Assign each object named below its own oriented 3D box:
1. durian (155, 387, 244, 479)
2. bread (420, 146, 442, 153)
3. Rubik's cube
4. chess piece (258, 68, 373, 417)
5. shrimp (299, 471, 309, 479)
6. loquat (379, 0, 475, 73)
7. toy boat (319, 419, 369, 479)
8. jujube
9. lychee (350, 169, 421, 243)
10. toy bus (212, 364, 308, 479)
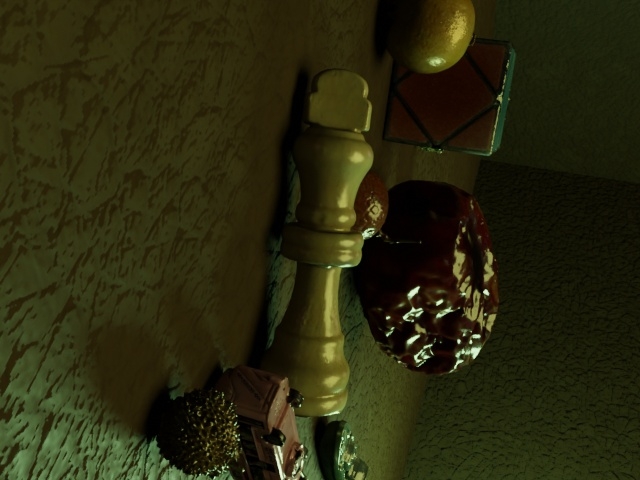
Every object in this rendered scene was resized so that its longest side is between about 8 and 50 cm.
[{"bbox_3d":[-0.101,0.171,0.574,0.080,0.091,0.080,-51,166,-17],"label":"durian"},{"bbox_3d":[0.276,-0.292,1.535,0.156,0.086,0.125,72,32,-61],"label":"bread"},{"bbox_3d":[0.253,-0.281,1.253,0.205,0.207,0.205,-33,131,-68],"label":"Rubik's cube"},{"bbox_3d":[0.000,0.000,0.768,0.117,0.117,0.397,-16,114,-72],"label":"chess piece"},{"bbox_3d":[-0.053,0.430,0.958,0.154,0.062,0.294,-46,143,-41],"label":"shrimp"},{"bbox_3d":[0.171,-0.346,1.046,0.137,0.163,0.163,-92,-177,-59],"label":"loquat"},{"bbox_3d":[0.045,0.409,1.228,0.260,0.085,0.078,83,25,-48],"label":"toy boat"},{"bbox_3d":[0.203,0.073,1.237,0.377,0.276,0.276,81,26,-42],"label":"jujube"},{"bbox_3d":[0.048,-0.041,0.884,0.101,0.114,0.140,-36,125,-23],"label":"lychee"},{"bbox_3d":[-0.065,0.215,0.719,0.203,0.090,0.063,84,24,-44],"label":"toy bus"}]
